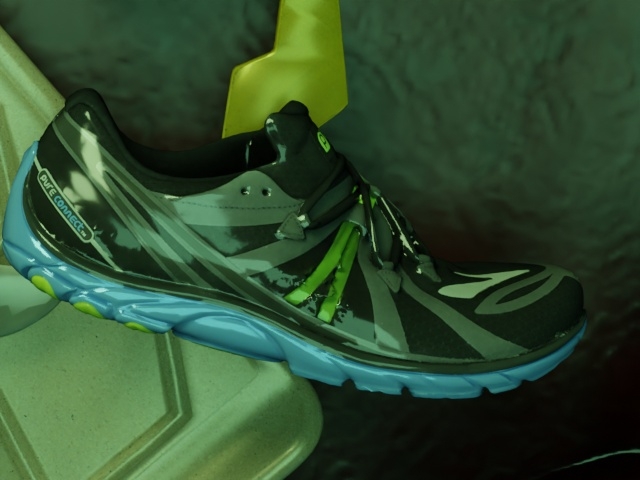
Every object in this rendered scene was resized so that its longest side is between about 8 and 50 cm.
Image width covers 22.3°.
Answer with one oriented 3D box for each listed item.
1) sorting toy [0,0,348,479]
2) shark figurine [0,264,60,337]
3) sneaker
[{"bbox_3d":[-0.110,0.012,0.551,0.307,0.041,0.229,-40,98,2],"label":"sorting toy"},{"bbox_3d":[-0.164,-0.045,0.464,0.166,0.116,0.278,-5,99,-4],"label":"shark figurine"},{"bbox_3d":[0.000,0.000,0.499,0.188,0.067,0.078,15,97,-13],"label":"sneaker"}]
